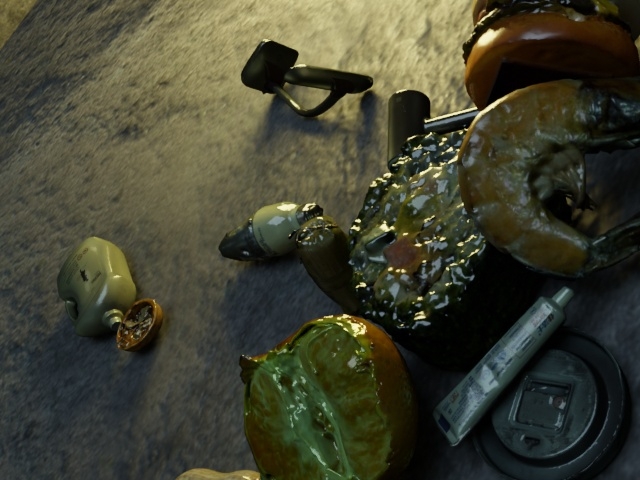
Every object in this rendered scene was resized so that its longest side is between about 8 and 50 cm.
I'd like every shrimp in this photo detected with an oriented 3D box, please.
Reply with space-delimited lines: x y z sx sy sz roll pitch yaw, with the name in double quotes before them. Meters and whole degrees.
"shrimp" 0.406 -0.101 1.205 0.444 0.085 0.272 -14 87 -5

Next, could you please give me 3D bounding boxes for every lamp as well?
"lamp" -0.064 -0.324 1.780 0.283 0.203 0.125 30 103 43
"lamp" -0.097 -0.014 1.668 0.250 0.101 0.101 -21 51 39

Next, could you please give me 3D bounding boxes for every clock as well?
"clock" 0.309 0.226 1.206 0.226 0.049 0.226 -22 51 30

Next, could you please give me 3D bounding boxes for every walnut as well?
"walnut" -0.357 0.177 1.795 0.121 0.052 0.091 -50 44 5

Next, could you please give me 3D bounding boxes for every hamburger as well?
"hamburger" 0.354 -0.312 1.363 0.290 0.291 0.225 -6 64 37

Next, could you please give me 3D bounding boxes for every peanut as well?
"peanut" -0.167 0.416 1.453 0.206 0.087 0.087 -11 56 34

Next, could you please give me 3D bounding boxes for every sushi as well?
"sushi" 0.191 0.001 1.359 0.294 0.178 0.352 19 75 47

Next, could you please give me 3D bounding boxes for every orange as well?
"orange" 0.018 0.266 1.309 0.334 0.196 0.263 -42 48 27

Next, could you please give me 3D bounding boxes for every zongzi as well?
"zongzi" -0.002 -0.001 1.506 0.094 0.205 0.204 -36 41 2

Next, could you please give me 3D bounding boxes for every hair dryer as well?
"hair dryer" 0.230 -0.185 1.533 0.248 0.078 0.196 -14 57 27

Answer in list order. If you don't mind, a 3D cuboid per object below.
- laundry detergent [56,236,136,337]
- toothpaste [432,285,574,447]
"laundry detergent" -0.477 0.114 1.909 0.181 0.091 0.253 -48 44 6
"toothpaste" 0.254 0.168 1.223 0.268 0.047 0.069 -49 61 8
